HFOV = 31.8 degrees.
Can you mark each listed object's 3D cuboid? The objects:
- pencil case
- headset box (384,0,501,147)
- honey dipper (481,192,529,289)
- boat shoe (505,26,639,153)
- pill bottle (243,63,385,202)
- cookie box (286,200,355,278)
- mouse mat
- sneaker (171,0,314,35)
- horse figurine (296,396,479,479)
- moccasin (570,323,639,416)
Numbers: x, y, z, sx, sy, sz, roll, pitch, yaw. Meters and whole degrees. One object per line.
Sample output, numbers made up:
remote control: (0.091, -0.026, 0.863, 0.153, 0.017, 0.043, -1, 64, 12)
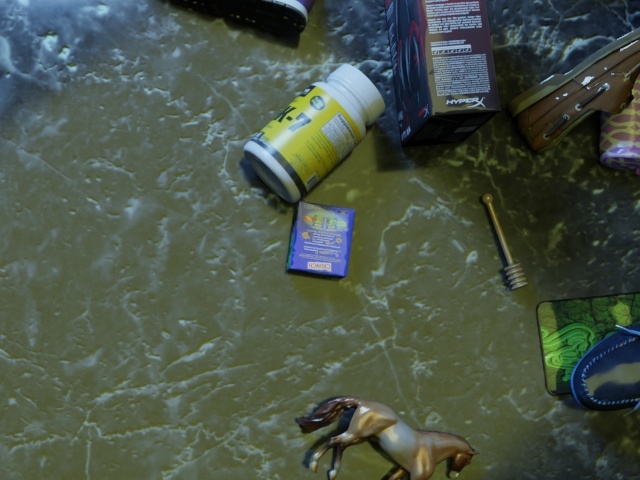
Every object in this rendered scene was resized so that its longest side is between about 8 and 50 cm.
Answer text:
pencil case: (0.502, -0.217, 1.825, 0.088, 0.086, 0.206, 15, 79, -42)
headset box: (0.178, -0.310, 1.721, 0.110, 0.218, 0.293, -5, 84, -9)
honey dipper: (0.292, 0.000, 1.792, 0.030, 0.030, 0.161, -17, 81, -10)
boat shoe: (0.448, -0.245, 1.761, 0.307, 0.110, 0.104, -31, 85, 27)
pill bottle: (-0.007, -0.167, 1.726, 0.208, 0.119, 0.119, -44, 90, -11)
cookie box: (0.000, 0.000, 1.743, 0.091, 0.040, 0.107, 9, 81, -7)
mouse mat: (0.445, 0.165, 1.800, 0.189, 0.007, 0.153, -6, 83, -8)
sneaker: (-0.144, -0.425, 1.766, 0.283, 0.107, 0.124, 19, 65, -9)
horse figurine: (0.095, 0.318, 1.702, 0.263, 0.066, 0.174, 36, 85, -4)
moccasin: (0.555, 0.168, 1.753, 0.342, 0.117, 0.138, -22, 87, -12)
